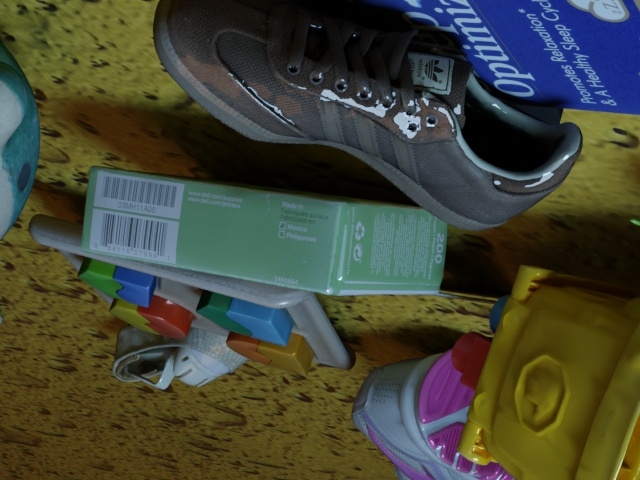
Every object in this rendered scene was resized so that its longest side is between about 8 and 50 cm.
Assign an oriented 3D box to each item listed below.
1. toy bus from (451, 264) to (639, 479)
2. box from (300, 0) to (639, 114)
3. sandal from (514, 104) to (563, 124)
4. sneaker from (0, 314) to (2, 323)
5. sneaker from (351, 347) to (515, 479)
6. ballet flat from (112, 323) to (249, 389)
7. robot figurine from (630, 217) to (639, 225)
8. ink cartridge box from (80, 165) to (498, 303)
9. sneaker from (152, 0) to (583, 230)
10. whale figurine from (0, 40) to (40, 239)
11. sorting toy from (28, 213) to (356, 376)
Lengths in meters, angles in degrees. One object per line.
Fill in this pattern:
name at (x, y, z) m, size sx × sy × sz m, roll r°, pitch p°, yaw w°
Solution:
toy bus at (0.181, 0.090, 1.038) m, size 0.220 × 0.149 × 0.211 m, roll 11°, pitch -170°, yaw -37°
box at (0.051, -0.103, 0.788) m, size 0.225 × 0.036 × 0.136 m, roll 9°, pitch 159°, yaw 33°
sandal at (0.027, -0.064, 0.908) m, size 0.179 × 0.040 × 0.067 m, roll 8°, pitch 159°, yaw 31°
sneaker at (-0.341, 0.102, 1.660) m, size 0.095 × 0.104 × 0.236 m, roll 23°, pitch 160°, yaw -5°
sneaker at (0.118, 0.146, 1.342) m, size 0.111 × 0.103 × 0.252 m, roll 5°, pitch 151°, yaw 47°
ballet flat at (-0.103, 0.090, 1.462) m, size 0.057 × 0.052 × 0.168 m, roll 32°, pitch 158°, yaw -31°
robot figurine at (0.203, 0.007, 0.890) m, size 0.115 × 0.067 × 0.101 m, roll 14°, pitch 173°, yaw 18°
ink cartridge box at (0.000, 0.000, 1.106) m, size 0.171 × 0.056 × 0.235 m, roll 8°, pitch -177°, yaw 32°
sneaker at (0.024, -0.067, 0.784) m, size 0.188 × 0.066 × 0.071 m, roll 24°, pitch 146°, yaw -27°
whale figurine at (-0.236, -0.103, 0.980) m, size 0.216 × 0.141 × 0.272 m, roll 12°, pitch 136°, yaw 22°
sorting toy at (-0.083, 0.044, 1.293) m, size 0.193 × 0.038 × 0.208 m, roll 15°, pitch 169°, yaw 15°
